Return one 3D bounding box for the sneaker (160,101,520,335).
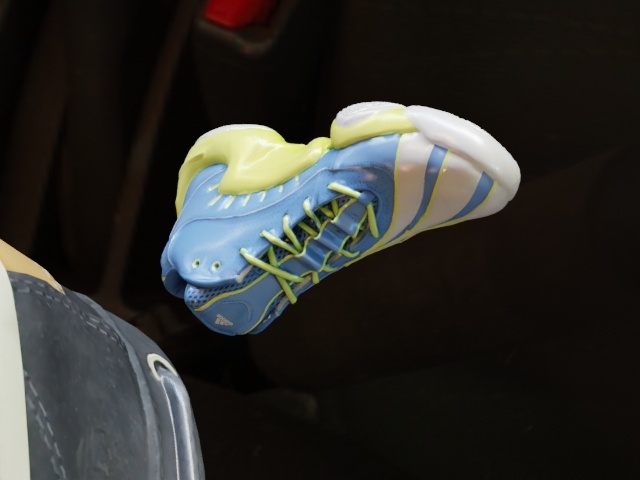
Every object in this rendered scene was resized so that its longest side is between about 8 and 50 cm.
[{"bbox_3d":[0.000,0.000,0.864,0.240,0.091,0.126,-3,58,50],"label":"sneaker"}]

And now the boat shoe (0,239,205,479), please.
[{"bbox_3d":[-0.104,0.236,0.458,0.187,0.156,0.500,-11,74,33],"label":"boat shoe"}]
